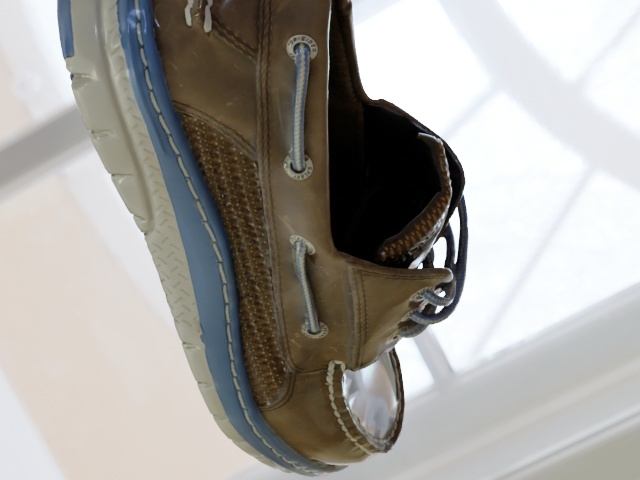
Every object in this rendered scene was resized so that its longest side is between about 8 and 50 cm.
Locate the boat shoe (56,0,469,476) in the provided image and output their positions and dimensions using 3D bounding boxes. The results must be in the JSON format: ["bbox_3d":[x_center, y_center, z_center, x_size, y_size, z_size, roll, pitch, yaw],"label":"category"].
[{"bbox_3d":[0.000,0.000,0.388,0.183,0.066,0.066,65,-153,-49],"label":"boat shoe"}]
